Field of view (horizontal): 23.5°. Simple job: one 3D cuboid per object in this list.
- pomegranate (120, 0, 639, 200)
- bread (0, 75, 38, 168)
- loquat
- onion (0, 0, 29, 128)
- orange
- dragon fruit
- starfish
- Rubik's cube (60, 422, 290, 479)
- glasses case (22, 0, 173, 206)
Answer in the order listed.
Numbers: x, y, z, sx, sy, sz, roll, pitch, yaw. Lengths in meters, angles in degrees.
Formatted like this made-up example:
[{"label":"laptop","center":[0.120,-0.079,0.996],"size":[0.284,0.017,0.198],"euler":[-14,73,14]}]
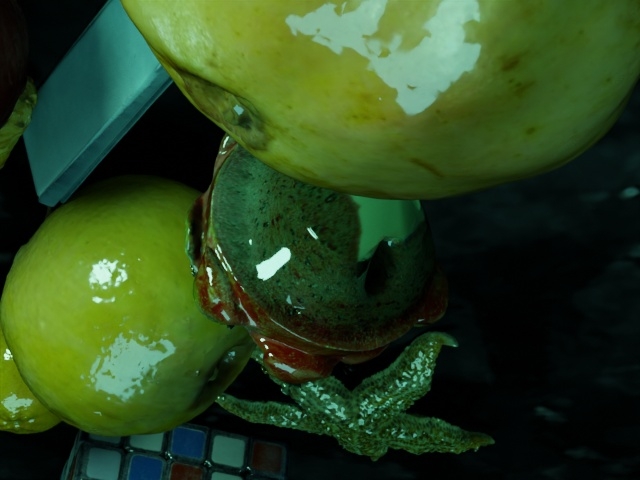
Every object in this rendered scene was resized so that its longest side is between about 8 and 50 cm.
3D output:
[{"label":"pomegranate","center":[0.056,-0.227,1.020],"size":[0.411,0.411,0.411],"euler":[4,146,3]},{"label":"bread","center":[-0.358,-0.098,1.504],"size":[0.114,0.083,0.211],"euler":[16,146,-21]},{"label":"loquat","center":[-0.191,0.059,1.563],"size":[0.275,0.275,0.275],"euler":[4,146,3]},{"label":"onion","center":[-0.381,-0.175,1.284],"size":[0.281,0.221,0.281],"euler":[9,120,16]},{"label":"orange","center":[-0.353,0.159,1.828],"size":[0.159,0.136,0.159],"euler":[5,149,3]},{"label":"dragon fruit","center":[0.000,0.000,1.454],"size":[0.268,0.295,0.130],"euler":[40,130,5]},{"label":"starfish","center":[0.031,0.215,1.912],"size":[0.358,0.078,0.347],"euler":[-8,146,20]},{"label":"Rubik's cube","center":[-0.219,0.427,2.062],"size":[0.293,0.287,0.292],"euler":[12,144,-10]},{"label":"glasses case","center":[-0.195,-0.137,1.423],"size":[0.056,0.105,0.266],"euler":[-2,156,-37]}]
